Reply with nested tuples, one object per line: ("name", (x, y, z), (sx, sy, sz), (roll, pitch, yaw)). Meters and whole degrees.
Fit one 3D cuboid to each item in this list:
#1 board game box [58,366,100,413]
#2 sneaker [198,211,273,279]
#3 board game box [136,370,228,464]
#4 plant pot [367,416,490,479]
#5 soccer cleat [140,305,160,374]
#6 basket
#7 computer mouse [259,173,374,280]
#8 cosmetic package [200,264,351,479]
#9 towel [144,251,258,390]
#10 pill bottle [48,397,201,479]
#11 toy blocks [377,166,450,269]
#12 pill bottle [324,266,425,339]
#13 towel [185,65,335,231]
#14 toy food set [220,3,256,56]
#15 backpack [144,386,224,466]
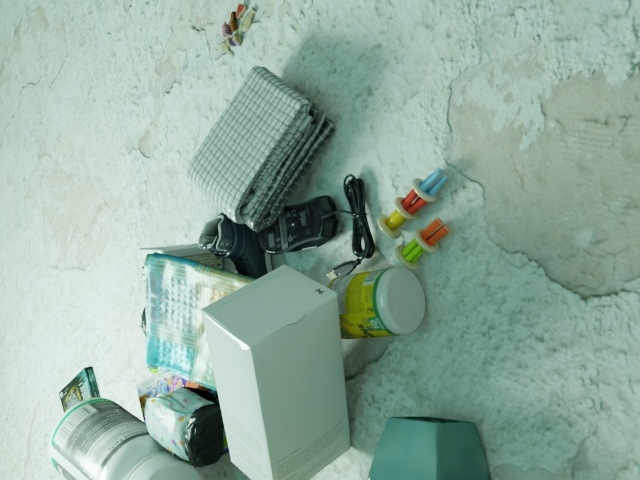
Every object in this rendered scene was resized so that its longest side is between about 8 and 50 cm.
("board game box", (-0.696, 0.460, 2.186), (0.186, 0.026, 0.126), (-40, 63, 37))
("sneaker", (-0.177, 0.050, 1.574), (0.086, 0.163, 0.226), (-2, 89, 44))
("board game box", (-0.283, 0.386, 1.733), (0.347, 0.078, 0.233), (-35, 66, 39))
("plant pot", (0.174, 0.407, 1.219), (0.165, 0.165, 0.234), (-6, 78, 45))
("soccer cleat", (-0.398, 0.247, 1.873), (0.072, 0.060, 0.179), (-14, 86, 35))
("basket", (-0.314, 0.062, 1.710), (0.113, 0.167, 0.103), (0, 94, 45))
("computer mouse", (0.000, 0.000, 1.472), (0.262, 0.060, 0.184), (-23, 69, 31))
("cosmetic package", (-0.069, 0.255, 1.348), (0.155, 0.197, 0.366), (26, 132, 43))
("towel", (-0.216, 0.185, 1.556), (0.370, 0.040, 0.272), (13, 109, 27))
("pill bottle", (-0.437, 0.504, 1.685), (0.361, 0.204, 0.204), (17, 102, 44))
("toy blocks", (0.177, -0.041, 1.293), (0.148, 0.054, 0.123), (-48, 57, 33))
("pill bottle", (0.073, 0.116, 1.351), (0.208, 0.117, 0.118), (-12, 81, 44))
("towel", (-0.123, -0.186, 1.522), (0.284, 0.121, 0.235), (-56, 43, 7))
("toy food set", (-0.193, -0.480, 1.695), (0.078, 0.019, 0.122), (50, 123, 33))
("backpack", (-0.287, 0.381, 1.600), (0.182, 0.115, 0.152), (19, 103, 43))
